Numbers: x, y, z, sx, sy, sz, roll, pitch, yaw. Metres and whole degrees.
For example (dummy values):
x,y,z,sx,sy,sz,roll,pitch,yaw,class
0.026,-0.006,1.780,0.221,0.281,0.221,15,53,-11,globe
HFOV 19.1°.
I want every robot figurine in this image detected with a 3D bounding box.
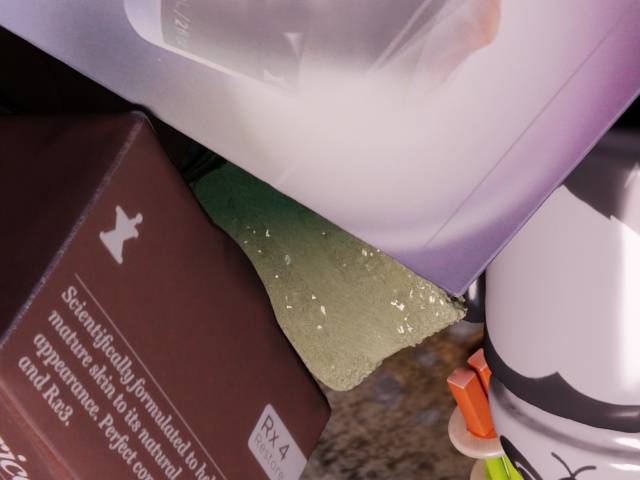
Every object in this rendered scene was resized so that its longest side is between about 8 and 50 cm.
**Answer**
x,y,z,sx,sy,sz,roll,pitch,yaw,class
0.164,0.007,0.931,0.173,0.209,0.278,-4,111,-9,robot figurine

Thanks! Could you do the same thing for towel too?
x,y,z,sx,sy,sz,roll,pitch,yaw,class
0.000,0.000,0.978,0.110,0.027,0.148,-35,95,37,towel

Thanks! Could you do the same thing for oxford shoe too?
x,y,z,sx,sy,sz,roll,pitch,yaw,class
-0.152,-0.102,0.897,0.227,0.083,0.096,42,86,-27,oxford shoe

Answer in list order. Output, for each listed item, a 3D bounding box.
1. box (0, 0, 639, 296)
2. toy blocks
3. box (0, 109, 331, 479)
x,y,z,sx,sy,sz,roll,pitch,yaw,class
0.023,-0.187,0.732,0.294,0.183,0.296,30,121,-15,box
0.128,0.080,1.091,0.123,0.054,0.148,-16,130,6,toy blocks
-0.209,0.054,0.855,0.381,0.143,0.191,0,138,33,box
